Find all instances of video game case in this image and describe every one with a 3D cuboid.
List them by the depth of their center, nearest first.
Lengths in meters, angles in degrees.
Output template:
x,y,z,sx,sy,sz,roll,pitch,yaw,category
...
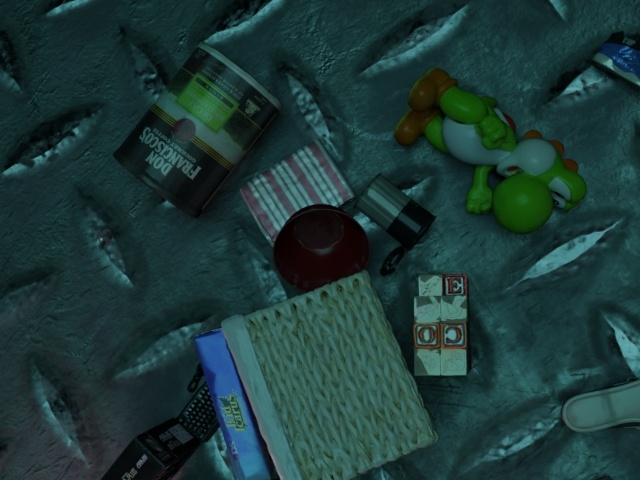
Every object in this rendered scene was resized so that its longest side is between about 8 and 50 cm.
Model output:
x,y,z,sx,sy,sz,roll,pitch,yaw,category
-0.142,0.284,1.674,0.061,0.244,0.269,-18,87,3,video game case

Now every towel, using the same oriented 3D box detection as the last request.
x,y,z,sx,sy,sz,roll,pitch,yaw,category
-0.046,-0.092,1.828,0.197,0.029,0.144,-32,80,2,towel

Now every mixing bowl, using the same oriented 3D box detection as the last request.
x,y,z,sx,sy,sz,roll,pitch,yaw,category
0.000,0.000,1.755,0.182,0.098,0.181,-1,119,-2,mixing bowl

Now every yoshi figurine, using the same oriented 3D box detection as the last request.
x,y,z,sx,sy,sz,roll,pitch,yaw,category
0.303,-0.142,1.701,0.362,0.203,0.203,33,106,9,yoshi figurine

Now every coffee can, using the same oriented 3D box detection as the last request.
x,y,z,sx,sy,sz,roll,pitch,yaw,category
-0.233,-0.210,1.782,0.201,0.201,0.275,37,90,11,coffee can

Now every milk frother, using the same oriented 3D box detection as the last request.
x,y,z,sx,sy,sz,roll,pitch,yaw,category
0.119,-0.026,1.739,0.135,0.129,0.143,39,85,8,milk frother

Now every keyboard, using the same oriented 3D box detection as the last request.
x,y,z,sx,sy,sz,roll,pitch,yaw,category
-0.212,0.293,1.812,0.108,0.023,0.180,38,90,12,keyboard

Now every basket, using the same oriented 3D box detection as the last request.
x,y,z,sx,sy,sz,roll,pitch,yaw,category
0.024,0.247,1.629,0.267,0.328,0.331,-24,80,2,basket

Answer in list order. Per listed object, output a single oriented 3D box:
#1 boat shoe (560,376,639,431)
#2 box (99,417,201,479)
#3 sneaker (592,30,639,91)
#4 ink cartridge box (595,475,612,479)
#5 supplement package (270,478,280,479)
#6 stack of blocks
x,y,z,sx,sy,sz,roll,pitch,yaw,category
0.556,0.293,1.654,0.255,0.079,0.095,-15,84,10,boat shoe
-0.323,0.422,1.726,0.077,0.180,0.147,41,101,10,box
0.592,-0.331,1.729,0.152,0.058,0.084,37,99,18,sneaker
0.472,0.525,1.671,0.179,0.045,0.145,-31,80,23,ink cartridge box
-0.159,0.552,1.711,0.262,0.145,0.204,-7,82,9,supplement package
0.214,0.144,1.617,0.087,0.297,0.171,-2,84,10,stack of blocks
